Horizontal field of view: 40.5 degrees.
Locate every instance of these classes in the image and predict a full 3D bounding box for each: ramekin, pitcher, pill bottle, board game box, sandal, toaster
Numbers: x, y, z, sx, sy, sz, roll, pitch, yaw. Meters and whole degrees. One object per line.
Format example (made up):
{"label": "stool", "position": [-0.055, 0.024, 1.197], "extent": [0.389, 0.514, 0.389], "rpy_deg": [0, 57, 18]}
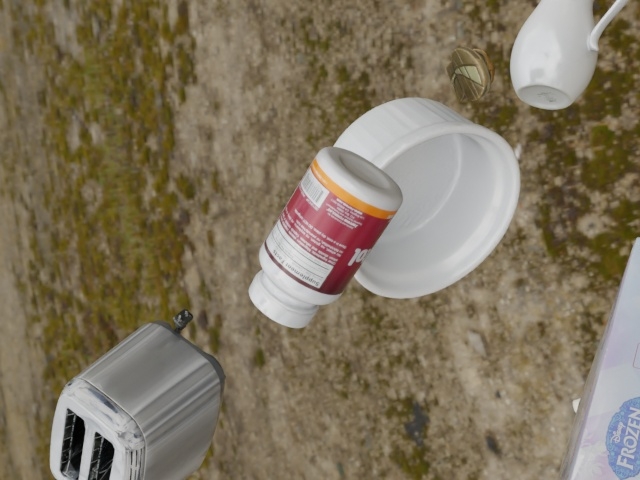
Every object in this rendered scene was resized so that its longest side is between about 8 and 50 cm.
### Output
{"label": "ramekin", "position": [0.131, -0.066, 1.231], "extent": [0.135, 0.277, 0.277], "rpy_deg": [-127, 38, -48]}
{"label": "pitcher", "position": [0.378, -0.311, 1.298], "extent": [0.177, 0.125, 0.207], "rpy_deg": [-1, 68, 55]}
{"label": "pill bottle", "position": [0.000, 0.000, 0.768], "extent": [0.152, 0.086, 0.086], "rpy_deg": [-57, 48, 22]}
{"label": "board game box", "position": [0.257, 0.217, 0.798], "extent": [0.065, 0.319, 0.318], "rpy_deg": [16, 147, 17]}
{"label": "sandal", "position": [0.206, -0.225, 1.160], "extent": [0.180, 0.049, 0.072], "rpy_deg": [-67, -44, -85]}
{"label": "toaster", "position": [-0.195, 0.192, 0.922], "extent": [0.129, 0.146, 0.227], "rpy_deg": [33, 129, 17]}

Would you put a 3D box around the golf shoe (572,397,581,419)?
{"label": "golf shoe", "position": [0.477, 0.321, 1.391], "extent": [0.105, 0.273, 0.120], "rpy_deg": [-30, 59, 15]}
